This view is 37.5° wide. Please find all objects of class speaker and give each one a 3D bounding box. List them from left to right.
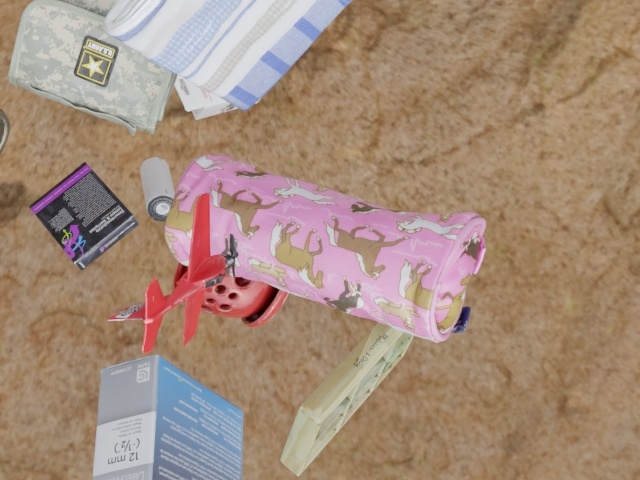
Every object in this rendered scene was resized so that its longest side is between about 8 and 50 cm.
[{"bbox_3d":[-0.287,-0.092,1.669,0.055,0.136,0.055,-8,126,-12],"label":"speaker"}]

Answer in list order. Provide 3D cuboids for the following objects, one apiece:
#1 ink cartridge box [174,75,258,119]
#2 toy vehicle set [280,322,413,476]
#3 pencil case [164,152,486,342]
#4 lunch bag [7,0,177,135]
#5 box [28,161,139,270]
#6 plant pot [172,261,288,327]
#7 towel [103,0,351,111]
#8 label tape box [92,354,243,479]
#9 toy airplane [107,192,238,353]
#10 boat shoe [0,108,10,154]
[{"bbox_3d":[-0.211,-0.305,1.850,0.181,0.061,0.104,-20,81,-30],"label":"ink cartridge box"},{"bbox_3d":[0.051,0.193,1.317,0.035,0.267,0.166,37,145,15],"label":"toy vehicle set"},{"bbox_3d":[0.000,0.000,1.142,0.386,0.167,0.160,15,71,22],"label":"pencil case"},{"bbox_3d":[-0.317,-0.323,1.442,0.235,0.169,0.287,19,74,-8],"label":"lunch bag"},{"bbox_3d":[-0.371,-0.040,1.476,0.116,0.162,0.029,-40,144,-10],"label":"box"},{"bbox_3d":[-0.152,0.054,1.712,0.174,0.191,0.191,29,103,-23],"label":"plant pot"},{"bbox_3d":[-0.081,-0.248,1.000,0.209,0.285,0.034,-46,66,10],"label":"towel"},{"bbox_3d":[-0.217,0.376,1.367,0.115,0.347,0.249,-15,145,21],"label":"label tape box"},{"bbox_3d":[-0.112,0.037,0.778,0.028,0.151,0.151,25,108,24],"label":"toy airplane"},{"bbox_3d":[-0.577,-0.102,1.366,0.307,0.104,0.111,-44,144,10],"label":"boat shoe"}]
